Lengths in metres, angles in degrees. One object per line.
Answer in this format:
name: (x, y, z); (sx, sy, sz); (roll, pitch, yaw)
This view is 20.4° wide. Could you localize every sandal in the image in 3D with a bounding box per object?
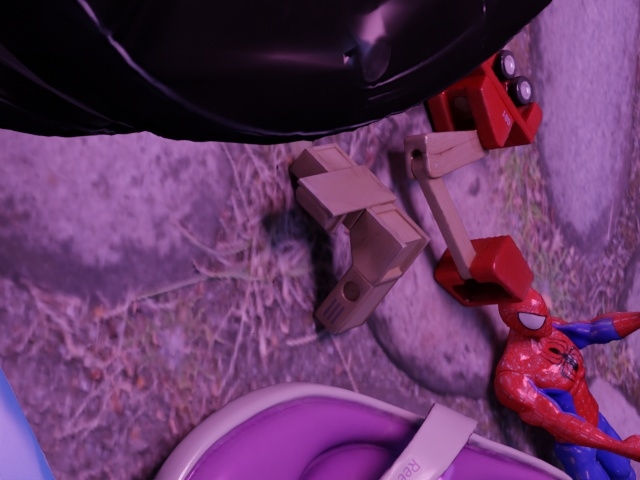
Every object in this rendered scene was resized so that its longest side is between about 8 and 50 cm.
sandal: (0.058, 0.164, 1.007); (0.416, 0.102, 0.169); (7, 78, -52)

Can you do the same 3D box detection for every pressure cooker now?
pressure cooker: (-0.102, -0.261, 0.633); (0.375, 0.420, 0.369); (-37, 140, -31)

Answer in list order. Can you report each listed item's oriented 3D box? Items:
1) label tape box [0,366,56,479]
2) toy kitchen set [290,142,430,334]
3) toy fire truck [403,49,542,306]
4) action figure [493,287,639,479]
label tape box: (-0.216, 0.084, 0.596); (0.348, 0.115, 0.249); (-28, 94, -45)
toy kitchen set: (0.000, 0.000, 1.019); (0.083, 0.075, 0.068); (47, 29, 18)
toy fire truck: (0.086, -0.065, 1.129); (0.192, 0.047, 0.135); (53, 47, -33)
action figure: (0.211, 0.137, 1.195); (0.280, 0.139, 0.091); (59, 42, -25)
